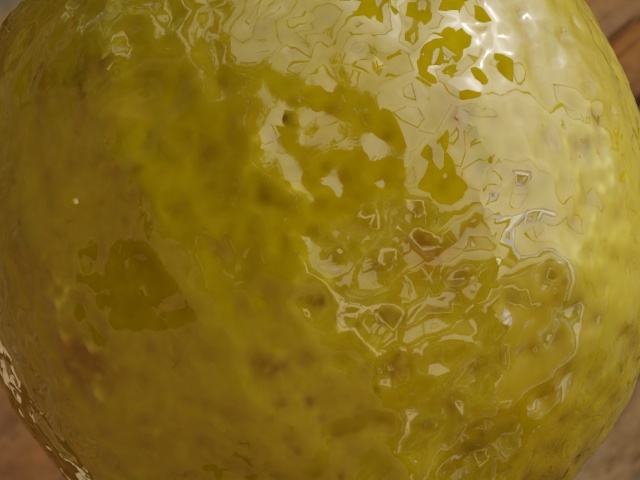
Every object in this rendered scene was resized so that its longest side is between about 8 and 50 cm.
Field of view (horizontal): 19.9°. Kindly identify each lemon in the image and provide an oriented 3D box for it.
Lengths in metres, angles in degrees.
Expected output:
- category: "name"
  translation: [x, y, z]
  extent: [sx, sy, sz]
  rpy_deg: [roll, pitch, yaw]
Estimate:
- category: "lemon"
  translation: [0.000, 0.000, 0.885]
  extent: [0.350, 0.349, 0.387]
  rpy_deg: [139, -64, -71]
